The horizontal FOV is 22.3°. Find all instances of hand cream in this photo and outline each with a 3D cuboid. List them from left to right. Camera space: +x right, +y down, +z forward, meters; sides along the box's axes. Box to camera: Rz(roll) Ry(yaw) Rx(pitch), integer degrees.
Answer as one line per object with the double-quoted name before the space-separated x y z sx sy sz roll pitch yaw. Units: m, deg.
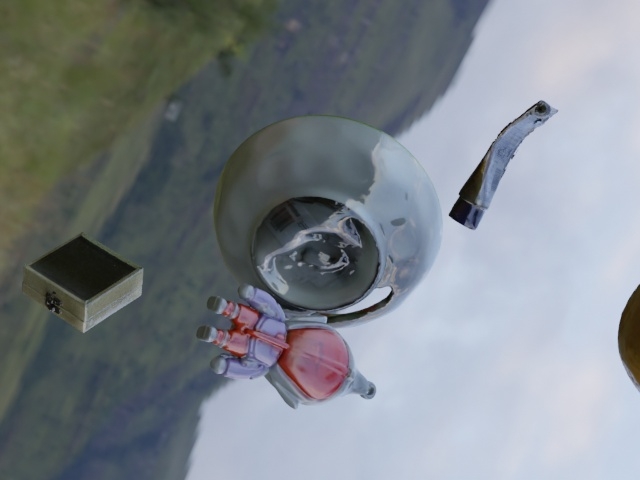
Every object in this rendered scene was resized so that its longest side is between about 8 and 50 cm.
"hand cream" 0.198 -0.085 1.775 0.039 0.062 0.163 39 -81 29

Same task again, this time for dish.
"dish" 0.000 0.000 2.217 0.324 0.324 0.124 -56 -173 29

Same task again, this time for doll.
"doll" -0.026 0.118 1.663 0.075 0.227 0.102 5 -106 53

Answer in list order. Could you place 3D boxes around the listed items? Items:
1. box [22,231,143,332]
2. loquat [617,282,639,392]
"box" -0.218 0.038 1.484 0.083 0.079 0.035 -35 146 -44
"loquat" 0.316 0.082 1.342 0.141 0.141 0.141 -56 -163 28
